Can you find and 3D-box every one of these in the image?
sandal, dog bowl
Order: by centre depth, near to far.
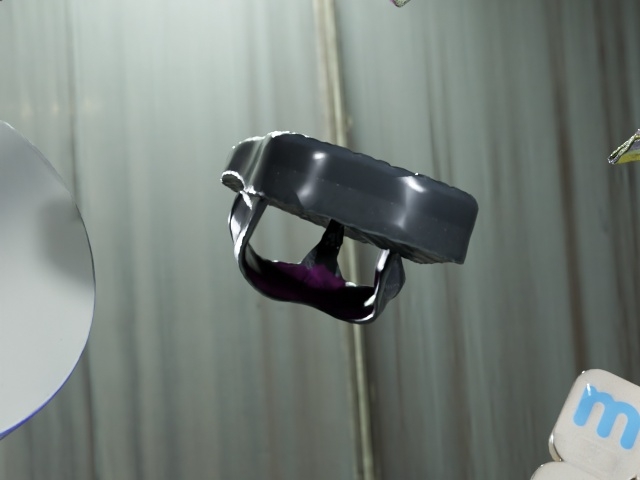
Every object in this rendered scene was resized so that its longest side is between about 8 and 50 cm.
[{"bbox_3d":[-0.293,0.029,0.863,0.265,0.264,0.104,0,-20,-37],"label":"dog bowl"},{"bbox_3d":[-0.002,-0.001,0.872,0.168,0.107,0.446,19,0,-1],"label":"sandal"}]

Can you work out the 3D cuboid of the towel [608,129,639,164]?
[{"bbox_3d":[0.276,-0.075,1.003,0.083,0.009,0.060,-3,-19,-14],"label":"towel"}]

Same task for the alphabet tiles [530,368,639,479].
[{"bbox_3d":[0.264,0.196,0.769,0.284,0.278,0.021,25,-26,8],"label":"alphabet tiles"}]

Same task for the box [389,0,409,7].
[{"bbox_3d":[-0.001,-0.319,0.882,0.117,0.213,0.243,-39,-48,0],"label":"box"}]
